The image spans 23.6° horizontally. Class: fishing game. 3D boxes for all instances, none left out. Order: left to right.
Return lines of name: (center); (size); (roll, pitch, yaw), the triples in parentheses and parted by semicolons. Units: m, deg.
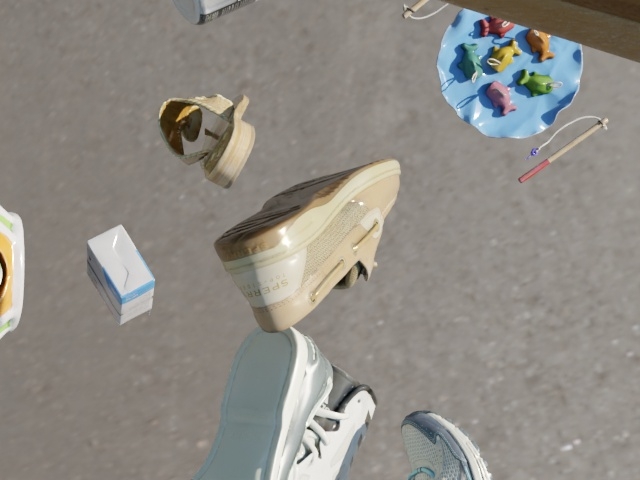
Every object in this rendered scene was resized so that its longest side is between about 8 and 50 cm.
fishing game: (0.232, -0.213, 1.830); (0.189, 0.041, 0.264); (-34, 99, -9)

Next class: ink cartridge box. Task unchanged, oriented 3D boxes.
ink cartridge box: (-0.141, 0.028, 1.078); (0.028, 0.083, 0.048); (-29, 76, -17)

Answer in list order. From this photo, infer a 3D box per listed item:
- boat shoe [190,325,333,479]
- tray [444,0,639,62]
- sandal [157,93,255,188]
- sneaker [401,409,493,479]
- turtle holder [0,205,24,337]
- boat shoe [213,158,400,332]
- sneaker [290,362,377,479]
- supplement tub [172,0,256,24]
boat shoe: (-0.065, 0.246, 1.551); (0.099, 0.116, 0.320); (34, 70, -50)
tray: (0.147, -0.167, 0.591); (0.076, 0.411, 0.203); (12, 101, -35)
sandal: (-0.120, -0.114, 1.508); (0.079, 0.240, 0.088); (28, 98, -14)
sneaker: (0.154, 0.347, 1.881); (0.122, 0.110, 0.283); (-17, 78, -28)
turtle holder: (-0.410, 0.040, 1.453); (0.227, 0.320, 0.243); (1, 64, -21)
boat shoe: (0.000, 0.000, 1.596); (0.341, 0.121, 0.110); (-35, 106, -58)
sneaker: (-0.072, 0.260, 1.867); (0.258, 0.169, 0.447); (-70, 159, 1)
supplement tub: (-0.095, -0.351, 1.890); (0.190, 0.117, 0.117); (-27, 89, -18)
